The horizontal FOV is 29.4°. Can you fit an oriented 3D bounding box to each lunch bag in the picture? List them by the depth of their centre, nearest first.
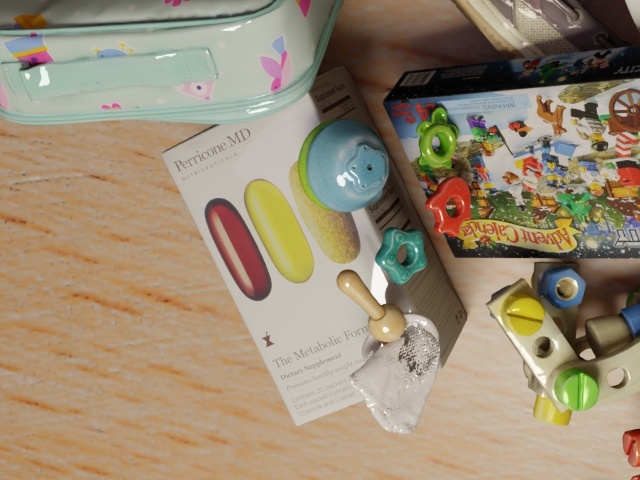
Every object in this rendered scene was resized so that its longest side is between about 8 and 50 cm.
[{"bbox_3d":[-0.128,-0.181,0.933,0.279,0.224,0.108,-1,137,17],"label":"lunch bag"}]

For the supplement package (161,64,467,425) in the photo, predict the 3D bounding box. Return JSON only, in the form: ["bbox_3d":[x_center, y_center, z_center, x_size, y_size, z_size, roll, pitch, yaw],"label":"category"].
[{"bbox_3d":[0.000,0.000,0.995,0.139,0.134,0.244,-24,97,20],"label":"supplement package"}]

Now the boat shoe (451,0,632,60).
[{"bbox_3d":[0.159,-0.184,0.921,0.092,0.103,0.285,-43,96,12],"label":"boat shoe"}]

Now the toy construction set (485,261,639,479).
[{"bbox_3d":[0.248,0.168,0.959,0.215,0.151,0.328,-10,111,-6],"label":"toy construction set"}]

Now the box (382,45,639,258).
[{"bbox_3d":[0.178,-0.059,0.902,0.233,0.044,0.159,-1,130,39],"label":"box"}]

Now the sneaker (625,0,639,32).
[{"bbox_3d":[0.248,-0.294,0.848,0.127,0.126,0.321,-12,99,25],"label":"sneaker"}]

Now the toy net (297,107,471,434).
[{"bbox_3d":[0.055,0.023,0.898,0.045,0.122,0.232,8,107,58],"label":"toy net"}]
